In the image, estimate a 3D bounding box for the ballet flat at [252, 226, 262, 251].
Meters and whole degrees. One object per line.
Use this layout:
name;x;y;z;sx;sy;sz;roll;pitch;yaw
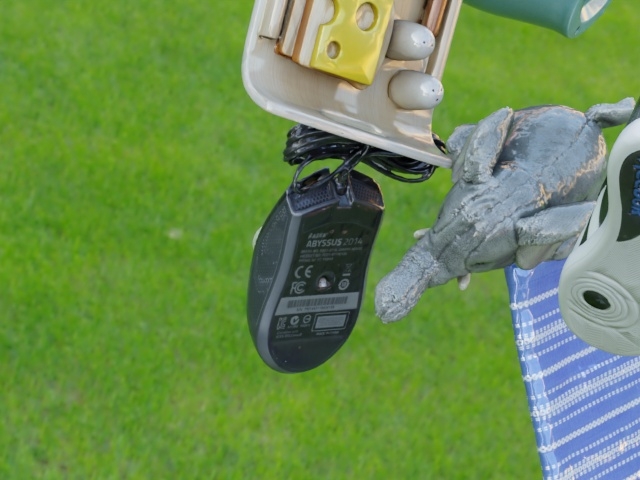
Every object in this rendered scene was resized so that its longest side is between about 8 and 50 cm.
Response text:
ballet flat;-0.047;0.002;1.692;0.057;0.168;0.052;21;59;-8

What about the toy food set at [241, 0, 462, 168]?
toy food set;0.070;-0.231;1.233;0.219;0.306;0.092;13;2;-39

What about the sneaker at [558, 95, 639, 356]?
sneaker;0.205;-0.028;0.839;0.079;0.217;0.121;26;59;13

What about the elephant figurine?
elephant figurine;0.165;-0.030;1.282;0.169;0.186;0.239;11;17;20

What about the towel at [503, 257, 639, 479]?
towel;0.302;0.148;1.474;0.243;0.336;0.040;-18;9;-38

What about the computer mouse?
computer mouse;0.000;0.000;1.400;0.188;0.272;0.072;2;27;-38

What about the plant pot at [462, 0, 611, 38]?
plant pot;0.261;-0.392;1.815;0.255;0.272;0.271;37;36;15
